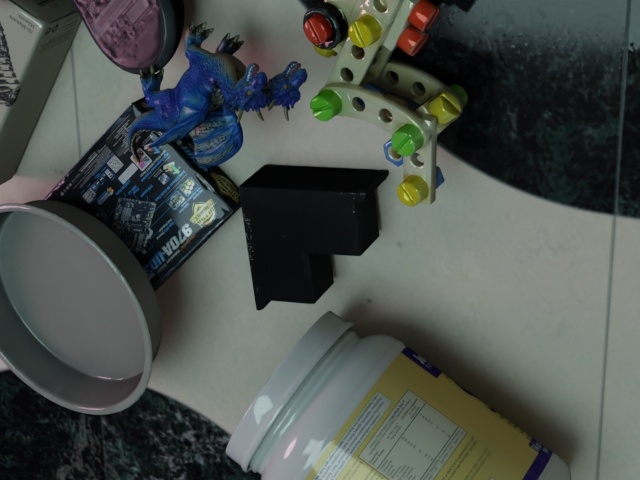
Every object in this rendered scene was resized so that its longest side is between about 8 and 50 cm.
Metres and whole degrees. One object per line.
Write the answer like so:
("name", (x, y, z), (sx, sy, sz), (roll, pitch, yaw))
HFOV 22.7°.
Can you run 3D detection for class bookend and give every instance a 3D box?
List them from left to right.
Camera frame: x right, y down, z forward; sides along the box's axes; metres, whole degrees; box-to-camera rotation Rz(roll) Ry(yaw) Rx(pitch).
("bookend", (0.000, 0.000, 1.817), (0.157, 0.072, 0.156), (3, 114, 24))

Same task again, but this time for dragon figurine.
("dragon figurine", (-0.135, -0.134, 1.725), (0.289, 0.085, 0.144), (-37, 51, 33))

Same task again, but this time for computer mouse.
("computer mouse", (-0.230, -0.312, 1.797), (0.188, 0.072, 0.272), (-37, 82, 35))

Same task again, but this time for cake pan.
("cake pan", (-0.308, 0.075, 1.931), (0.293, 0.054, 0.293), (19, 127, 26))

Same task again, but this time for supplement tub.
("supplement tub", (0.085, 0.256, 1.792), (0.331, 0.241, 0.241), (36, 123, 7))

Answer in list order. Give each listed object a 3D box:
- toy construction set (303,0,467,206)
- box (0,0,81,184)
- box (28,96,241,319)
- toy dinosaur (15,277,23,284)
("toy construction set", (0.102, -0.212, 1.621), (0.215, 0.151, 0.327), (40, 122, 12))
("box", (-0.391, -0.190, 1.910), (0.113, 0.094, 0.275), (34, 122, 9))
("box", (-0.221, -0.038, 1.908), (0.175, 0.051, 0.220), (47, 117, 1))
("toy dinosaur", (-0.351, 0.010, 2.019), (0.183, 0.053, 0.092), (23, 106, 7))
